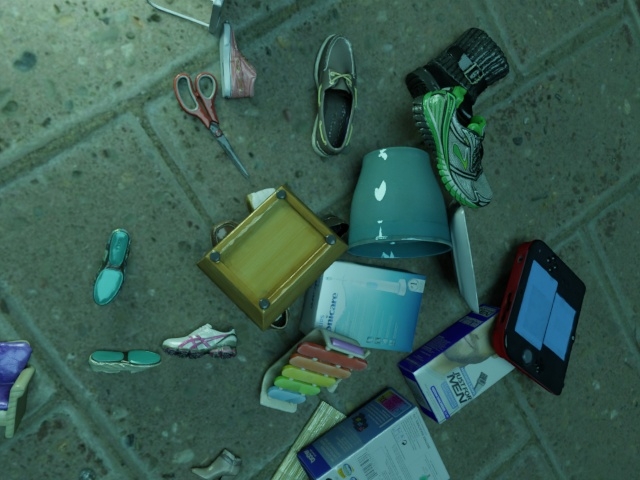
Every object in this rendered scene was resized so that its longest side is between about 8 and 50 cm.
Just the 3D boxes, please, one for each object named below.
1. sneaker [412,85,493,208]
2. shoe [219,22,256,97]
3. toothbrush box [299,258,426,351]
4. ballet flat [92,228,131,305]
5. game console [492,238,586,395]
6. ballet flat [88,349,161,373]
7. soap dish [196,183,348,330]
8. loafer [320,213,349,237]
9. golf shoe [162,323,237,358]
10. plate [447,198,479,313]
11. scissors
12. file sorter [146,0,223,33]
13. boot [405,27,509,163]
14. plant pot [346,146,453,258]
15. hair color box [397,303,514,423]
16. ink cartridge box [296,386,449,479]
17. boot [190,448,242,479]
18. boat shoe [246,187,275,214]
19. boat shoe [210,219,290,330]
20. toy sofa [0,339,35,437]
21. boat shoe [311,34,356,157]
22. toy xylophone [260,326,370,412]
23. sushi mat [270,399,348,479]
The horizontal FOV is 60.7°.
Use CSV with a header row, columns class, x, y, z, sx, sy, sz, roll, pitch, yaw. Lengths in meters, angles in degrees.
class,x,y,z,sx,sy,sz,roll,pitch,yaw
sneaker,0.369,-0.233,1.413,0.343,0.146,0.134,58,37,-21
shoe,-0.206,-0.446,1.365,0.081,0.063,0.178,-4,101,-20
toothbrush box,0.112,0.171,1.482,0.295,0.126,0.216,9,92,-19
ballet flat,-0.494,0.062,1.304,0.070,0.070,0.188,20,92,-19
game console,0.671,0.225,1.641,0.342,0.060,0.386,35,67,-25
ballet flat,-0.478,0.300,1.340,0.168,0.057,0.052,7,119,-15
soap dish,-0.110,0.029,1.280,0.229,0.118,0.291,44,77,8
loafer,0.000,0.000,1.409,0.220,0.078,0.080,-48,128,-38
golf shoe,-0.306,0.256,1.388,0.186,0.067,0.086,4,64,-17
plate,0.386,0.035,1.509,0.045,0.278,0.277,-9,99,11
scissors,-0.276,-0.280,1.376,0.109,0.021,0.297,-22,102,-18
file sorter,-0.279,-0.667,1.255,0.173,0.193,0.277,17,89,-16
boot,0.429,-0.397,1.543,0.260,0.131,0.348,-35,103,-13
plant pot,0.203,-0.098,1.435,0.272,0.271,0.255,4,78,-19
hair color box,0.419,0.357,1.611,0.339,0.110,0.185,-32,102,-15
ink cartridge box,0.122,0.635,1.494,0.395,0.151,0.270,-31,107,-18
boot,-0.268,0.590,1.435,0.118,0.042,0.087,32,78,-19
boat shoe,-0.099,-0.003,1.413,0.096,0.098,0.277,-23,100,-15
boat shoe,-0.166,0.090,1.387,0.123,0.116,0.324,-35,104,-13
toy sofa,-0.822,0.306,1.166,0.362,0.150,0.177,8,93,-19
boat shoe,0.043,-0.383,1.432,0.117,0.097,0.324,7,92,-19
toy xylophone,-0.003,0.335,1.408,0.236,0.081,0.322,17,130,-25
sushi mat,-0.024,0.617,1.527,0.151,0.019,0.316,36,82,-19
